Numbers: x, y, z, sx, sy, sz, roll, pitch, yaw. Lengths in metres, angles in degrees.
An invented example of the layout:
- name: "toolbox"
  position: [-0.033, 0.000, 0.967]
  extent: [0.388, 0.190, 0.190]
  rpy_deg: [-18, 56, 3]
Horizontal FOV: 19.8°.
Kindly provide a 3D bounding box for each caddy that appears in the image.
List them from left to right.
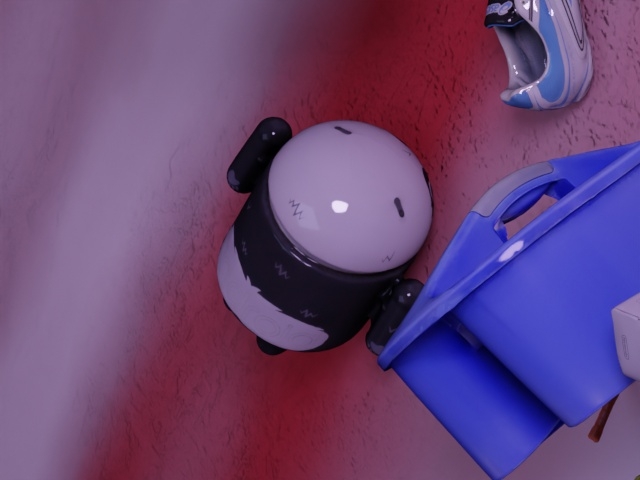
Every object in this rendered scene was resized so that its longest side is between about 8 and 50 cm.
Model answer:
- name: "caddy"
  position: [0.192, 0.024, 1.394]
  extent: [0.179, 0.341, 0.241]
  rpy_deg: [52, 142, 7]

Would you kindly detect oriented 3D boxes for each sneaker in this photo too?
- name: "sneaker"
  position: [0.175, -0.226, 1.544]
  extent: [0.085, 0.086, 0.237]
  rpy_deg: [-4, 96, 59]

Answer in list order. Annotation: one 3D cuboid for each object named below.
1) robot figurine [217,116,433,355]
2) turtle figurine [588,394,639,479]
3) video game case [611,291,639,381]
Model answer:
- name: "robot figurine"
  position: [0.003, 0.001, 1.813]
  extent: [0.278, 0.209, 0.173]
  rpy_deg: [123, 162, -49]
- name: "turtle figurine"
  position: [0.311, 0.179, 1.457]
  extent: [0.217, 0.087, 0.269]
  rpy_deg: [-51, 27, 44]
- name: "video game case"
  position: [0.368, 0.043, 1.167]
  extent: [0.244, 0.269, 0.061]
  rpy_deg: [23, 134, 53]
